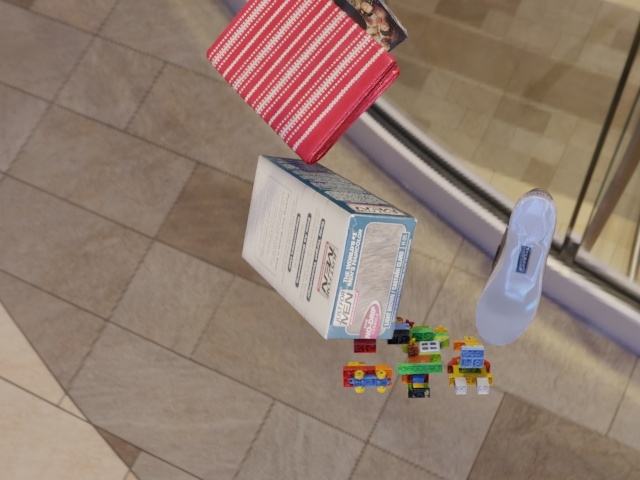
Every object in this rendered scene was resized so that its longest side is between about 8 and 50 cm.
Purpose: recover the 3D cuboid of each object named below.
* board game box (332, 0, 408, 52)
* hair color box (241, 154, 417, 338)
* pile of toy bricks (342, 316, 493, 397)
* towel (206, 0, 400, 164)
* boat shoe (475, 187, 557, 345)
[{"bbox_3d":[0.009,-0.350,1.660,0.243,0.165,0.042,-36,29,19],"label":"board game box"},{"bbox_3d":[0.000,0.000,1.356,0.105,0.347,0.173,4,106,-25],"label":"hair color box"},{"bbox_3d":[0.138,0.152,1.347,0.212,0.118,0.105,-1,30,2],"label":"pile of toy bricks"},{"bbox_3d":[-0.032,-0.264,1.394,0.199,0.031,0.275,-47,64,11],"label":"towel"},{"bbox_3d":[0.269,0.033,1.284,0.080,0.076,0.228,14,113,13],"label":"boat shoe"}]
